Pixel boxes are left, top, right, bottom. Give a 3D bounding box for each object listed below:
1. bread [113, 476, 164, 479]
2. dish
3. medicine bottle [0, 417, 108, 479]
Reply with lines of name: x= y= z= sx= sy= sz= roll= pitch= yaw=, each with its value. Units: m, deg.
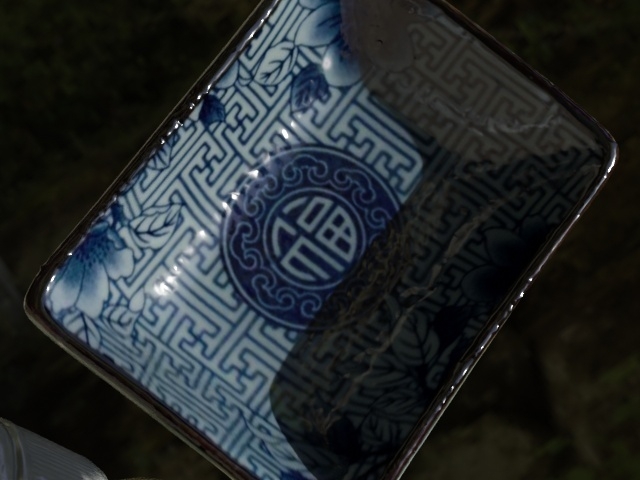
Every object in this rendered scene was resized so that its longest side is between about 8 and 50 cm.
bread: x=-0.100 y=0.195 z=0.851 sx=0.077 sy=0.152 sz=0.105 roll=-10 pitch=-58 yaw=49
dish: x=0.000 y=0.000 z=0.886 sx=0.182 sy=0.243 sz=0.080 roll=38 pitch=-18 yaw=-1
medicine bottle: x=-0.302 y=0.145 z=1.084 sx=0.339 sy=0.208 sz=0.208 roll=29 pitch=18 yaw=-29
